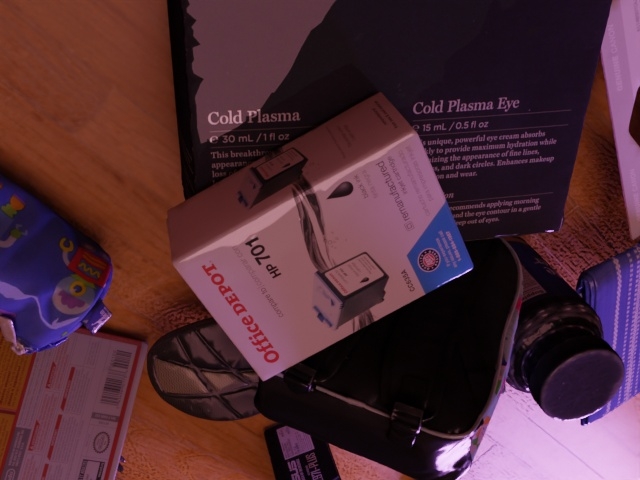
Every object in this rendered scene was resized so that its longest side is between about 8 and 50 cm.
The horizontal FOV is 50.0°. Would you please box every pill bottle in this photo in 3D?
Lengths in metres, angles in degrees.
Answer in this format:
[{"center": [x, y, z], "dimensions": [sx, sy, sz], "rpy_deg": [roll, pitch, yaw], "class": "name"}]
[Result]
[{"center": [0.235, 0.093, 0.772], "dimensions": [0.122, 0.219, 0.123], "rpy_deg": [-7, 121, -12], "class": "pill bottle"}]

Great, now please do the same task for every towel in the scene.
[{"center": [0.446, 0.077, 0.887], "dimensions": [0.336, 0.040, 0.243], "rpy_deg": [-24, 123, -22], "class": "towel"}]

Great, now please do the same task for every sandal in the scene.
[{"center": [-0.048, 0.115, 0.790], "dimensions": [0.302, 0.086, 0.120], "rpy_deg": [-15, 107, -23], "class": "sandal"}]

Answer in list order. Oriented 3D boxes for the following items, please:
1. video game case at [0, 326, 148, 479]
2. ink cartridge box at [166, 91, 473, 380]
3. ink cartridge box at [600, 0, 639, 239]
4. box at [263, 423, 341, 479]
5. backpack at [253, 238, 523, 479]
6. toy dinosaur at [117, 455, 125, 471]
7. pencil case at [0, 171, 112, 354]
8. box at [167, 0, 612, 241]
[{"center": [-0.342, 0.175, 0.709], "dimensions": [0.285, 0.025, 0.204], "rpy_deg": [18, 76, -24], "class": "video game case"}, {"center": [0.000, 0.000, 0.526], "dimensions": [0.190, 0.082, 0.140], "rpy_deg": [-30, 124, 2], "class": "ink cartridge box"}, {"center": [0.418, -0.181, 0.754], "dimensions": [0.261, 0.066, 0.296], "rpy_deg": [-26, 123, -1], "class": "ink cartridge box"}, {"center": [-0.002, 0.338, 0.873], "dimensions": [0.077, 0.180, 0.147], "rpy_deg": [-20, 124, -5], "class": "box"}, {"center": [0.075, 0.088, 0.668], "dimensions": [0.225, 0.253, 0.191], "rpy_deg": [17, 145, 16], "class": "backpack"}, {"center": [-0.294, 0.332, 0.835], "dimensions": [0.200, 0.127, 0.296], "rpy_deg": [-56, 144, -22], "class": "toy dinosaur"}, {"center": [-0.332, -0.011, 0.610], "dimensions": [0.119, 0.133, 0.306], "rpy_deg": [-22, 129, 38], "class": "pencil case"}, {"center": [0.046, -0.167, 0.593], "dimensions": [0.343, 0.179, 0.313], "rpy_deg": [-5, 122, -13], "class": "box"}]
